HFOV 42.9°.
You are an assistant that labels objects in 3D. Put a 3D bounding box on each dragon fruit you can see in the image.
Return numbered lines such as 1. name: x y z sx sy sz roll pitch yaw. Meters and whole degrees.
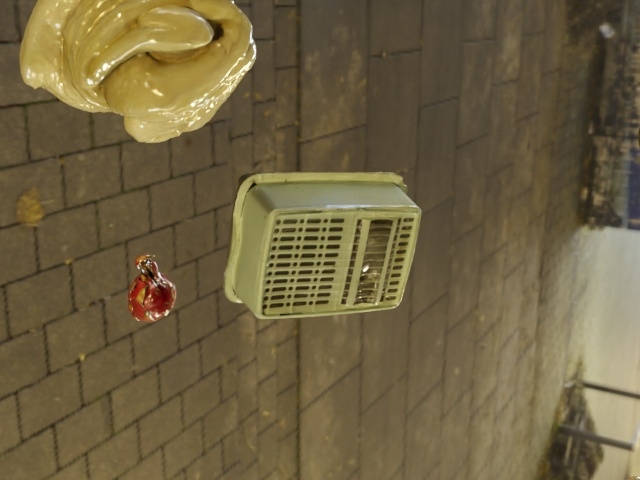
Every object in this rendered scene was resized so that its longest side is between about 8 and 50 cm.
1. dragon fruit: -0.311 0.089 1.505 0.094 0.094 0.190 -58 173 -36

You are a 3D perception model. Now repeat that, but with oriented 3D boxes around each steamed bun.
1. steamed bun: -0.308 -0.311 1.352 0.230 0.372 0.325 -71 -178 -54

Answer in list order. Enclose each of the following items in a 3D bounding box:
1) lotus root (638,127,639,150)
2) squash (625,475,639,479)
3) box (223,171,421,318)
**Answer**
1. lotus root: 0.622 -0.144 1.467 0.108 0.094 0.191 -99 -179 -65
2. squash: 0.273 0.273 0.668 0.193 0.193 0.156 33 65 -59
3. box: 0.000 0.000 1.253 0.290 0.166 0.221 -2 118 -26
